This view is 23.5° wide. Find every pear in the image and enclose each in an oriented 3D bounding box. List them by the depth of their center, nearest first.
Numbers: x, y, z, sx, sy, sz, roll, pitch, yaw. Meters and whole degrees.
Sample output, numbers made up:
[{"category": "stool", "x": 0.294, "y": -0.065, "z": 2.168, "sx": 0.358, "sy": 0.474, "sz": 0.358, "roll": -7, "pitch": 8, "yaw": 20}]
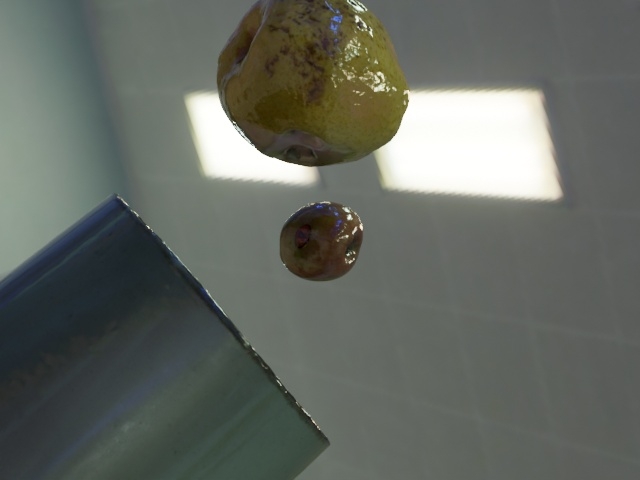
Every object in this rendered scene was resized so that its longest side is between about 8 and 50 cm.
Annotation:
[{"category": "pear", "x": -0.004, "y": -0.142, "z": 1.383, "sx": 0.178, "sy": 0.178, "sz": 0.178, "roll": 39, "pitch": -40, "yaw": 42}]

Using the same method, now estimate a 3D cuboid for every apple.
[{"category": "apple", "x": 0.000, "y": 0.000, "z": 1.501, "sx": 0.071, "sy": 0.084, "sz": 0.084, "roll": 22, "pitch": -48, "yaw": 23}]

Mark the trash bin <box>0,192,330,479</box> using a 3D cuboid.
[{"category": "trash bin", "x": -0.233, "y": 0.195, "z": 1.098, "sx": 0.280, "sy": 0.432, "sz": 0.280, "roll": 49, "pitch": -5, "yaw": 6}]
